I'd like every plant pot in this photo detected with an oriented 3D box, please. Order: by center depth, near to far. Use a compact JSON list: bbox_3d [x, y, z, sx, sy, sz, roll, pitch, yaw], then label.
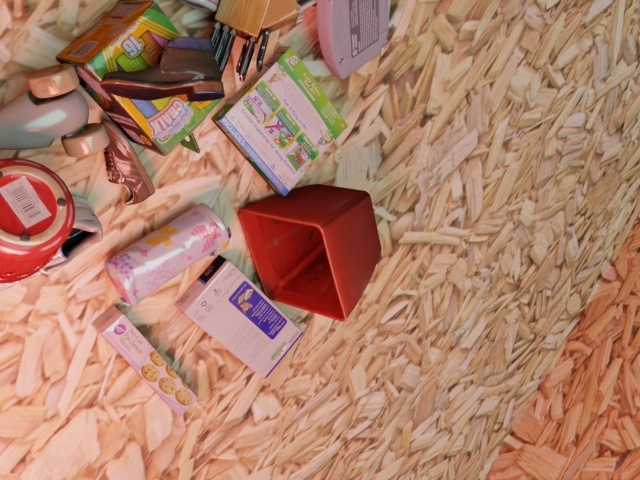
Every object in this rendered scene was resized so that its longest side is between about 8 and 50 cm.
[{"bbox_3d":[-0.516,-0.035,1.070,0.191,0.174,0.191,10,72,-33],"label":"plant pot"},{"bbox_3d":[0.000,0.000,1.584,0.236,0.267,0.267,-40,128,-38],"label":"plant pot"}]

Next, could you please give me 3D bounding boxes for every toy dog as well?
[{"bbox_3d":[-0.554,-0.211,1.150,0.334,0.161,0.220,-3,111,-22],"label":"toy dog"}]

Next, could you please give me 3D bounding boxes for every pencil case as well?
[{"bbox_3d":[-0.331,0.029,1.410,0.273,0.113,0.124,-34,144,-25],"label":"pencil case"}]

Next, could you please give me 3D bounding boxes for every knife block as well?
[{"bbox_3d":[-0.177,-0.483,1.349,0.242,0.088,0.275,-25,99,-4],"label":"knife block"}]

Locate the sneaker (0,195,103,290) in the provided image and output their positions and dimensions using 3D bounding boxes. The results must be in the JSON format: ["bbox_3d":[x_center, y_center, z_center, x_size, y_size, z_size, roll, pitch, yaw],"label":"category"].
[{"bbox_3d":[-0.551,0.021,1.219,0.297,0.129,0.111,-37,133,-20],"label":"sneaker"}]

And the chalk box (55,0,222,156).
[{"bbox_3d":[-0.324,-0.292,1.255,0.179,0.180,0.289,-49,130,-13],"label":"chalk box"}]

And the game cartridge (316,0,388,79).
[{"bbox_3d":[0.077,-0.531,1.504,0.196,0.060,0.294,-43,151,-23],"label":"game cartridge"}]

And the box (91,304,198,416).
[{"bbox_3d":[-0.396,0.283,1.482,0.067,0.063,0.324,-43,127,-20],"label":"box"}]

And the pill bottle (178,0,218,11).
[{"bbox_3d":[-0.232,-0.550,1.293,0.087,0.087,0.160,10,99,-40],"label":"pill bottle"}]

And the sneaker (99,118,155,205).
[{"bbox_3d":[-0.407,-0.152,1.313,0.071,0.066,0.188,-39,126,-20],"label":"sneaker"}]

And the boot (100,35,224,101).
[{"bbox_3d":[-0.279,-0.305,1.135,0.219,0.082,0.106,-4,87,-33],"label":"boot"}]

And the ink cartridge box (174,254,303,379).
[{"bbox_3d":[-0.194,0.198,1.612,0.165,0.065,0.332,-50,128,-13],"label":"ink cartridge box"}]

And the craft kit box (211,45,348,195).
[{"bbox_3d":[-0.088,-0.277,1.512,0.246,0.061,0.250,-47,122,-12],"label":"craft kit box"}]

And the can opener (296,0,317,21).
[{"bbox_3d":[0.000,-0.579,1.475,0.280,0.074,0.093,-34,124,-25],"label":"can opener"}]
